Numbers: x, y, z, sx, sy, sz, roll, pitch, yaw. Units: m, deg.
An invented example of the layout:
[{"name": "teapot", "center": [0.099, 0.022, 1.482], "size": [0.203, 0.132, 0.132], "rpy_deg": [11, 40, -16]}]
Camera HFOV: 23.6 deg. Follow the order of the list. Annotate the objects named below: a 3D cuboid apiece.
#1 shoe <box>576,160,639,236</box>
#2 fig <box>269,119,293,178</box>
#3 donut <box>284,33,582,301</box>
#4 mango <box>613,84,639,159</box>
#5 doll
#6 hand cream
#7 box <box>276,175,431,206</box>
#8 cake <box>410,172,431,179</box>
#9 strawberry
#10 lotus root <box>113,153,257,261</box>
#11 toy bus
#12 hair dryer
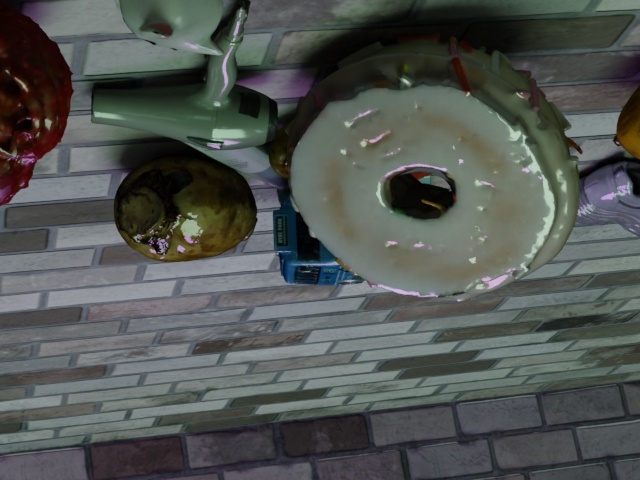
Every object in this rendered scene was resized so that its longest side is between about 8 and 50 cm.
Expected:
[{"name": "shoe", "center": [0.523, -0.072, 2.477], "size": [0.245, 0.095, 0.137], "rpy_deg": [9, 157, -29]}, {"name": "fig", "center": [-0.025, -0.131, 2.070], "size": [0.082, 0.098, 0.084], "rpy_deg": [9, 131, 9]}, {"name": "donut", "center": [0.141, -0.096, 1.928], "size": [0.382, 0.142, 0.383], "rpy_deg": [10, 131, 11]}, {"name": "mango", "center": [0.541, -0.210, 2.017], "size": [0.187, 0.144, 0.359], "rpy_deg": [-7, 159, -48]}, {"name": "doll", "center": [-0.146, -0.265, 1.459], "size": [0.107, 0.181, 0.110], "rpy_deg": [-9, 168, 44]}, {"name": "hand cream", "center": [-0.107, -0.121, 2.078], "size": [0.079, 0.048, 0.255], "rpy_deg": [-13, 162, 29]}, {"name": "box", "center": [0.054, -0.067, 2.329], "size": [0.229, 0.041, 0.162], "rpy_deg": [-10, 162, 2]}, {"name": "cake", "center": [0.126, -0.137, 2.078], "size": [0.287, 0.098, 0.135], "rpy_deg": [-19, 167, 40]}, {"name": "strawberry", "center": [-0.417, -0.133, 1.610], "size": [0.312, 0.267, 0.351], "rpy_deg": [-10, -173, -17]}, {"name": "lotus root", "center": [-0.183, -0.044, 2.128], "size": [0.169, 0.141, 0.314], "rpy_deg": [-15, 170, 23]}, {"name": "toy bus", "center": [0.000, 0.000, 2.204], "size": [0.134, 0.114, 0.246], "rpy_deg": [-2, 172, -2]}, {"name": "hair dryer", "center": [-0.177, -0.196, 1.829], "size": [0.229, 0.092, 0.267], "rpy_deg": [-6, 148, 5]}]
